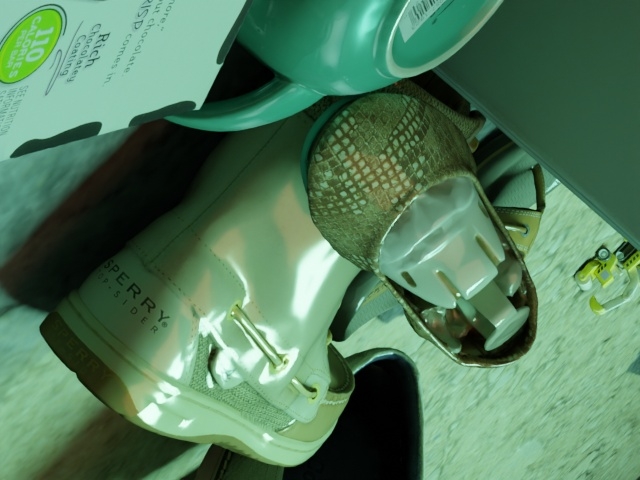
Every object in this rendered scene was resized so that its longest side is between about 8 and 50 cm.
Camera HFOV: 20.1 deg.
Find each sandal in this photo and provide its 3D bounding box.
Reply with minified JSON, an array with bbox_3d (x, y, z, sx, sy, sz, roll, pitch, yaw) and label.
[{"bbox_3d":[0.088,0.000,1.074,0.219,0.060,0.090,-34,157,-30],"label":"sandal"}]

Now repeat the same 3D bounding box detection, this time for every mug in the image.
[{"bbox_3d":[0.012,-0.107,0.655,0.129,0.097,0.158,-27,152,-43],"label":"mug"}]

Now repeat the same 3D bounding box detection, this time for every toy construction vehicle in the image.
[{"bbox_3d":[0.254,0.014,1.478,0.098,0.035,0.086,-45,160,-4],"label":"toy construction vehicle"}]

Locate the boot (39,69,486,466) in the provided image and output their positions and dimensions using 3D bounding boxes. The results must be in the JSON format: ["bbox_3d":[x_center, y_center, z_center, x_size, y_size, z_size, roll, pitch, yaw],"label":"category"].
[{"bbox_3d":[0.000,0.000,0.853,0.203,0.095,0.262,-50,157,6],"label":"boot"}]

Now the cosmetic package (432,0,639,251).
[{"bbox_3d":[0.290,-0.138,0.827,0.329,0.327,0.394,-54,158,21],"label":"cosmetic package"}]

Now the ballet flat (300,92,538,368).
[{"bbox_3d":[0.053,0.003,0.747,0.073,0.067,0.206,-46,153,1],"label":"ballet flat"}]

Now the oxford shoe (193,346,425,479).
[{"bbox_3d":[-0.025,0.224,0.934,0.146,0.140,0.397,-49,-154,47],"label":"oxford shoe"}]

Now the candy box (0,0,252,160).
[{"bbox_3d":[-0.099,-0.096,0.490,0.233,0.071,0.159,-20,147,-51],"label":"candy box"}]
